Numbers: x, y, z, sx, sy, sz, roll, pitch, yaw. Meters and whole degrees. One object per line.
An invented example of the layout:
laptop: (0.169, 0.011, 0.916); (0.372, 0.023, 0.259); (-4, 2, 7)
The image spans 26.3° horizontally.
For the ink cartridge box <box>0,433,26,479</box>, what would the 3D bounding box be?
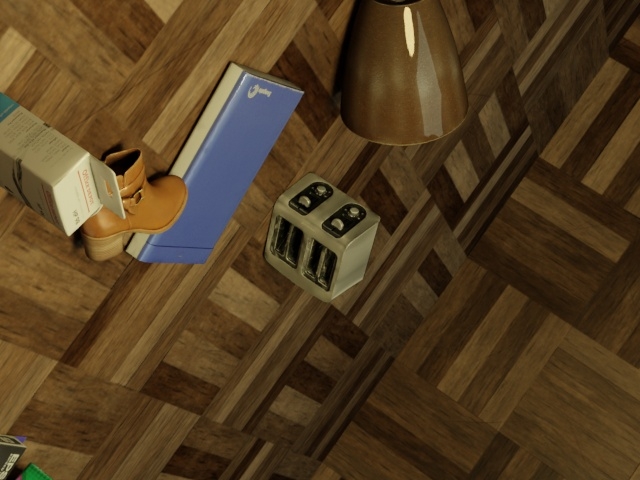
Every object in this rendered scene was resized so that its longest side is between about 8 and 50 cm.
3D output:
ink cartridge box: (-0.517, 0.371, 1.988); (0.206, 0.045, 0.208); (-55, 162, -1)

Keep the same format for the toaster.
toaster: (0.000, 0.000, 2.426); (0.110, 0.168, 0.185); (-35, 151, -40)

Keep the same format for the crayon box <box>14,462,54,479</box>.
crayon box: (-0.455, 0.457, 2.153); (0.165, 0.081, 0.278); (-51, 169, -16)

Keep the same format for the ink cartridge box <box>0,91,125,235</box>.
ink cartridge box: (-0.311, -0.078, 1.549); (0.060, 0.180, 0.104); (-47, 158, -24)

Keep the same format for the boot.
boot: (-0.250, -0.072, 1.871); (0.197, 0.073, 0.152); (-43, 153, -38)

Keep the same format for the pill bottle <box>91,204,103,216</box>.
pill bottle: (-0.325, -0.061, 1.716); (0.065, 0.065, 0.116); (-60, 159, 11)

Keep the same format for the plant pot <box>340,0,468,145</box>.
plant pot: (0.131, -0.309, 2.224); (0.215, 0.215, 0.230); (-42, 141, -34)

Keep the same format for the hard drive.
hard drive: (-0.155, -0.109, 2.071); (0.318, 0.040, 0.210); (-59, 160, 10)
